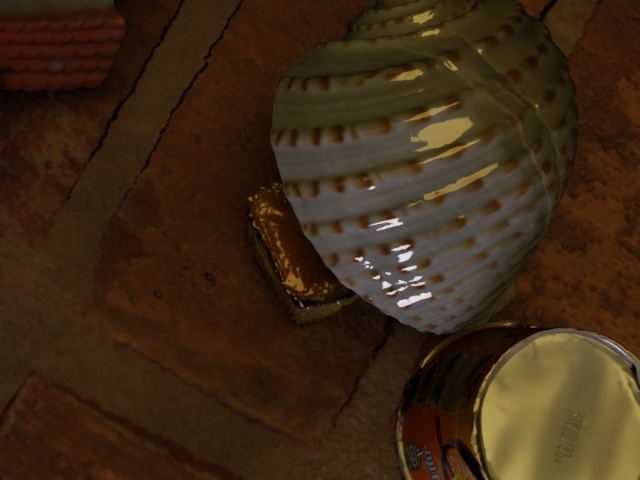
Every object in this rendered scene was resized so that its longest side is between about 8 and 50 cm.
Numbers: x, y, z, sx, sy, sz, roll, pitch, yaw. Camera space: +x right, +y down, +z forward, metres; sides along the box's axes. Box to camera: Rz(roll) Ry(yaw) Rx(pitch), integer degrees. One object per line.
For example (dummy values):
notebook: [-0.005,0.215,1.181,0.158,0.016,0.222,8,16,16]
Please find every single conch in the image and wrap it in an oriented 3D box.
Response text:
conch: [0.122,-0.086,1.032,0.303,0.215,0.319,-33,91,-43]

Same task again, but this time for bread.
bread: [0.000,0.000,1.096,0.127,0.069,0.140,-26,80,-13]

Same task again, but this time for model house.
model house: [-0.313,-0.224,1.046,0.294,0.251,0.329,-10,103,-33]

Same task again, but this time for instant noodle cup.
instant noodle cup: [0.197,0.176,1.029,0.230,0.182,0.230,1,79,-8]
